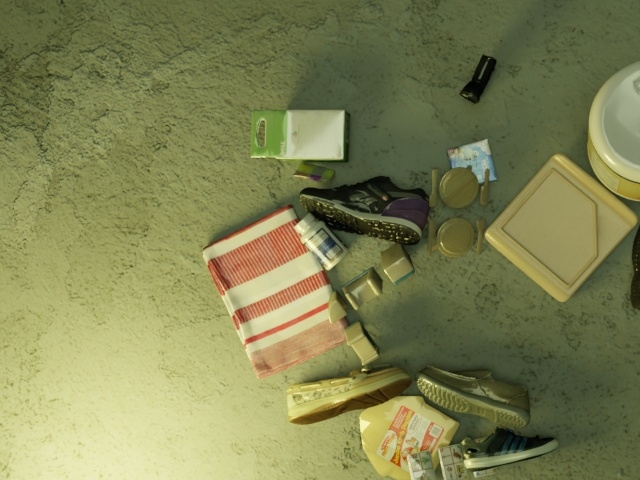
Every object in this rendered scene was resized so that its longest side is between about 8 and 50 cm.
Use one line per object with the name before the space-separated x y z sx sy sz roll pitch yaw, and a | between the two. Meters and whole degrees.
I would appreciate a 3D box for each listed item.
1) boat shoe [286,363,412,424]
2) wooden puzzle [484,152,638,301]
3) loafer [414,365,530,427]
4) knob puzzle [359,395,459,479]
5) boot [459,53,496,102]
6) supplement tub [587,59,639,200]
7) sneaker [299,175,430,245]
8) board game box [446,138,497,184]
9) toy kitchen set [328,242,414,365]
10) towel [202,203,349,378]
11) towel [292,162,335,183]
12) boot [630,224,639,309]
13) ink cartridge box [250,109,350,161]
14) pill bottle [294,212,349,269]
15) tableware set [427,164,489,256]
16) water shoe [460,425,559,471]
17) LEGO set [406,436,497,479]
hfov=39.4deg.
boat shoe | 0.054 0.313 1.903 0.285 0.104 0.089 -19 60 15
wooden puzzle | 0.500 -0.027 1.862 0.221 0.044 0.238 42 101 9
loafer | 0.322 0.315 1.876 0.251 0.094 0.087 19 58 12
knob puzzle | 0.174 0.418 1.921 0.213 0.030 0.213 0 90 11
boot | 0.332 -0.338 1.860 0.045 0.121 0.099 28 100 8
supplement tub | 0.625 -0.197 1.688 0.228 0.316 0.228 -2 84 16
sneaker | 0.099 -0.083 1.926 0.283 0.107 0.124 16 66 16
board game box | 0.323 -0.161 1.906 0.090 0.020 0.090 -15 87 10
toy kitchen set | 0.132 0.136 1.908 0.207 0.122 0.166 -33 103 9
towel | -0.099 0.115 1.978 0.237 0.037 0.329 -26 84 9
towel | -0.014 -0.148 1.958 0.083 0.060 0.009 12 125 10
boot | 0.711 0.052 1.814 0.137 0.077 0.197 10 85 -6
ink cartridge box | -0.043 -0.229 1.958 0.209 0.062 0.108 2 89 11
pill bottle | 0.000 0.000 1.935 0.067 0.067 0.120 -42 91 8
tableware set | 0.283 -0.062 1.887 0.128 0.039 0.194 -1 105 -13
water shoe | 0.391 0.419 1.846 0.203 0.073 0.080 -11 71 -7
LEGO set | 0.294 0.551 1.871 0.183 0.060 0.244 -12 77 -4
